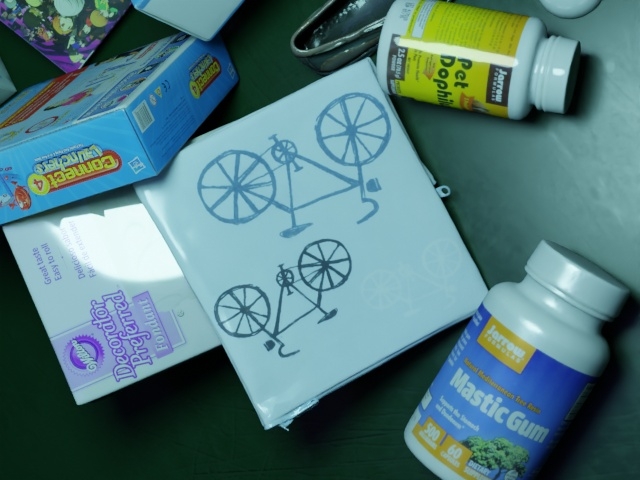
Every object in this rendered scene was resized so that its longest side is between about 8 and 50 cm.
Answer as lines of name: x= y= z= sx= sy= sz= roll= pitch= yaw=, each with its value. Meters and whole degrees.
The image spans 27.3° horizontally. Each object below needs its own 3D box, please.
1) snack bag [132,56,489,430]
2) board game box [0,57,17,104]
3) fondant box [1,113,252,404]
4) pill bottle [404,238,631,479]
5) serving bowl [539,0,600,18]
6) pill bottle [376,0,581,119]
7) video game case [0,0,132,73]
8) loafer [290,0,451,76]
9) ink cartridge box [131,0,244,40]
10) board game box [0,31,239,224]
snack bag: x=0.000 y=0.000 z=1.525 sx=0.323 sy=0.037 sz=0.342 roll=-28 pitch=87 yaw=-11
board game box: x=-0.593 y=-0.278 z=1.867 sx=0.224 sy=0.097 sz=0.303 roll=-34 pitch=73 yaw=20
fondant box: x=-0.179 y=0.025 z=1.584 sx=0.330 sy=0.096 sz=0.238 roll=-24 pitch=87 yaw=-1
pill bottle: x=0.220 y=0.141 z=1.447 sx=0.152 sy=0.152 sz=0.272 roll=34 pitch=102 yaw=22
serving bowl: x=0.283 y=-0.297 z=1.506 sx=0.083 sy=0.027 sz=0.083 roll=-2 pitch=86 yaw=25
pill bottle: x=0.179 y=-0.204 z=1.492 sx=0.215 sy=0.117 sz=0.117 roll=13 pitch=93 yaw=16
video game case: x=-0.351 y=-0.366 z=1.730 sx=0.232 sy=0.042 sz=0.210 roll=39 pitch=105 yaw=-11
loafer: x=0.078 y=-0.291 z=1.568 sx=0.267 sy=0.084 sz=0.096 roll=-39 pitch=73 yaw=18
ink cartridge box: x=-0.164 y=-0.432 z=1.592 sx=0.223 sy=0.129 sz=0.307 roll=-47 pitch=51 yaw=24
board game box: x=-0.288 y=-0.138 z=1.608 sx=0.302 sy=0.308 sz=0.086 roll=-16 pitch=112 yaw=24
